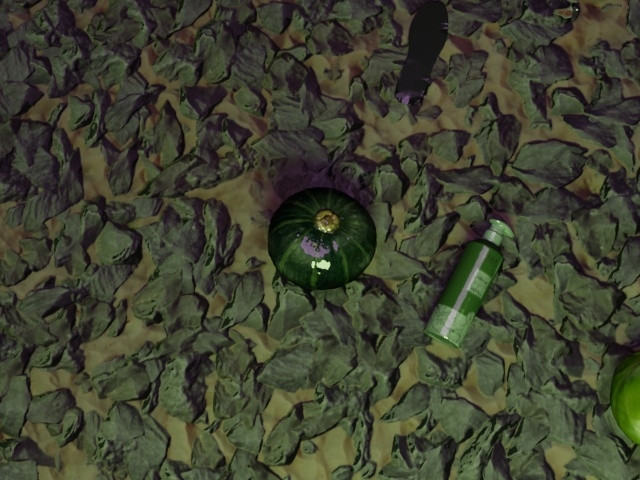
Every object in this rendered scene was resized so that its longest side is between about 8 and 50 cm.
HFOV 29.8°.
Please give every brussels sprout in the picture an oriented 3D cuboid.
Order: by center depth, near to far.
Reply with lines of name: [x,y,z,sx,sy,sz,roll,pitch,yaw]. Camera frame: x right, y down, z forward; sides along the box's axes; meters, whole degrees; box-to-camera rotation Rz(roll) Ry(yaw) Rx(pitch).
brussels sprout: [0.474,0.231,1.687,0.122,0.151,0.149,-32,98,28]

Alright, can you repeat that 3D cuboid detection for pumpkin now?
pumpkin: [0.000,-0.002,1.821,0.167,0.125,0.167,6,69,-15]

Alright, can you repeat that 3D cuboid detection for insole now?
insole: [0.165,-0.305,1.947,0.064,0.004,0.188,16,77,13]

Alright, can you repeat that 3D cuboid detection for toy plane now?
toy plane: [0.414,-0.408,1.928,0.049,0.031,0.120,16,75,18]

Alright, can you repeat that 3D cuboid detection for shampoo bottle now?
shampoo bottle: [0.228,0.060,1.805,0.065,0.065,0.204,25,79,14]
